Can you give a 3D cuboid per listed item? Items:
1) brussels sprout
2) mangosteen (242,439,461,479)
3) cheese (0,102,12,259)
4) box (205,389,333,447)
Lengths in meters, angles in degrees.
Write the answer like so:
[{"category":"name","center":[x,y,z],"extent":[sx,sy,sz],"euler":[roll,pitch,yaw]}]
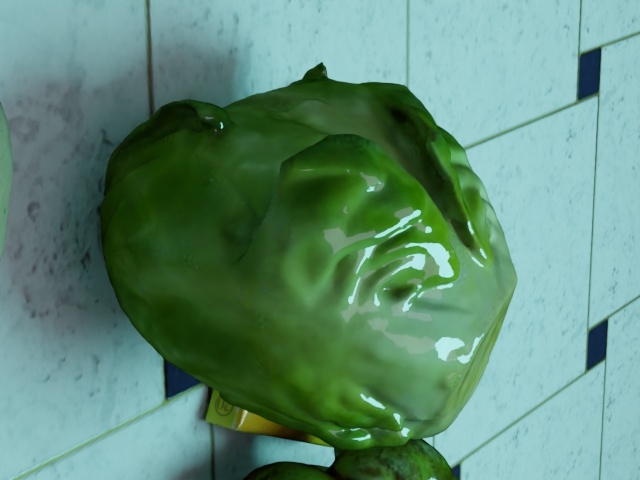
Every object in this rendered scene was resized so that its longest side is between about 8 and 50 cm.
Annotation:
[{"category":"brussels sprout","center":[-0.002,0.002,1.039],"extent":[0.227,0.294,0.259],"euler":[-59,174,34]},{"category":"mangosteen","center":[0.029,0.309,1.164],"extent":[0.311,0.311,0.311],"euler":[-22,118,-50]},{"category":"cheese","center":[-0.260,-0.005,0.792],"extent":[0.235,0.117,0.218],"euler":[-25,122,-45]},{"category":"box","center":[-0.002,0.030,1.233],"extent":[0.152,0.043,0.269],"euler":[20,83,-54]}]
